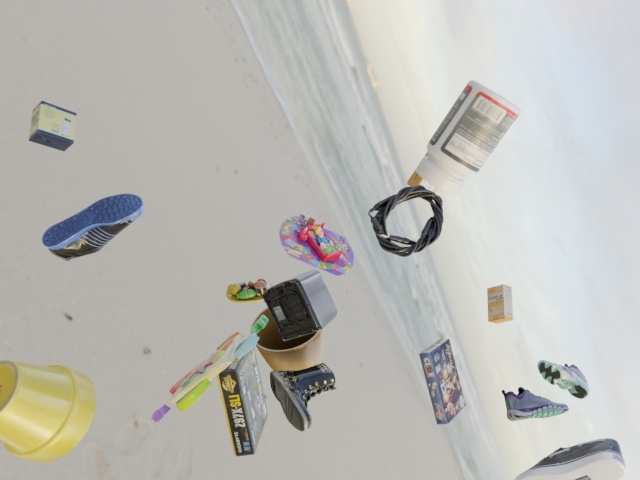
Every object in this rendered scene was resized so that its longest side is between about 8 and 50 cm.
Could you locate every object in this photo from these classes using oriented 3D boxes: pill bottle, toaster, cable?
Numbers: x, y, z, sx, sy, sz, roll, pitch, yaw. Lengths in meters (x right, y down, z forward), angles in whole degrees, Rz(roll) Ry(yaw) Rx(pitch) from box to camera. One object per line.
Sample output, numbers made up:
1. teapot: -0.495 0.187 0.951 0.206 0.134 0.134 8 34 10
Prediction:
1. pill bottle: 0.395 -0.275 1.462 0.161 0.283 0.161 28 21 -12
2. toaster: -0.066 0.180 1.536 0.110 0.168 0.185 -25 90 -50
3. cable: 0.213 -0.048 1.253 0.150 0.185 0.047 62 -10 15

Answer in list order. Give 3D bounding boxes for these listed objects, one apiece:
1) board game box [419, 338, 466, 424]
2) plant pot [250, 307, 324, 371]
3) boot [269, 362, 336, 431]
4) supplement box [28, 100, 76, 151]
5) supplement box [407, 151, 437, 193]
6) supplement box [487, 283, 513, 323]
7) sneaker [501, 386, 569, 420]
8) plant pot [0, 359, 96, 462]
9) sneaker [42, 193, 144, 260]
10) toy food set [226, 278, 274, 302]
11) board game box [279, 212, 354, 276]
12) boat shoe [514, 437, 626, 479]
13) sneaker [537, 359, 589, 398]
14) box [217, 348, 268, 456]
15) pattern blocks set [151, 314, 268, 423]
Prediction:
1. board game box: 0.418 0.476 1.822 0.165 0.042 0.243 -15 90 -52
2. plant pot: -0.084 0.367 1.766 0.237 0.237 0.254 -92 171 -57
3. boot: -0.027 0.430 1.518 0.236 0.179 0.085 -141 -131 -57
4. supplement box: -0.631 -0.269 1.263 0.083 0.056 0.083 16 63 -45
5. supplement box: 0.384 -0.256 1.740 0.080 0.233 0.078 30 13 -22
6. supplement box: 0.501 0.177 1.495 0.036 0.062 0.098 16 65 -26
7. sneaker: 0.672 0.500 1.667 0.083 0.224 0.098 126 -38 -53
8. plant pot: -0.780 0.437 1.428 0.239 0.254 0.253 59 16 -52
9. sneaker: -0.503 -0.028 1.220 0.090 0.232 0.081 78 -14 -61
10. toy food set: -0.287 0.196 2.251 0.128 0.218 0.071 -112 -158 -58
11. board game box: 0.000 0.000 1.085 0.169 0.033 0.133 24 38 -11
12. boat shoe: 0.657 0.607 1.432 0.108 0.301 0.102 46 32 -7
13. sneaker: 0.442 0.240 0.978 0.098 0.038 0.069 37 31 8
14. box: -0.272 0.555 1.911 0.257 0.080 0.321 -74 155 -77
15. pattern blocks set: -0.245 0.279 1.173 0.026 0.325 0.285 49 8 -6
